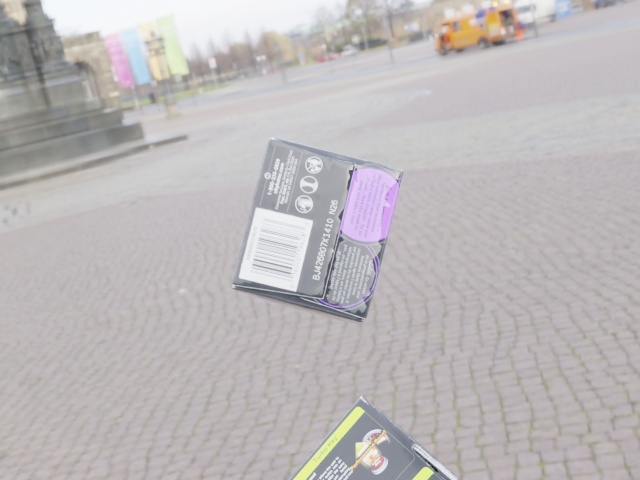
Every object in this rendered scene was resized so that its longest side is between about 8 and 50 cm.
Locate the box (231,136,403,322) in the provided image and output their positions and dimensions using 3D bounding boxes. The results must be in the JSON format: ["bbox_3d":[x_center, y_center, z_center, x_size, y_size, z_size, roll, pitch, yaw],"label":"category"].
[{"bbox_3d":[0.000,0.000,1.004,0.143,0.165,0.270,14,-6,3],"label":"box"}]

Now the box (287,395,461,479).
[{"bbox_3d":[0.023,0.198,0.395,0.191,0.045,0.184,-49,49,-7],"label":"box"}]
